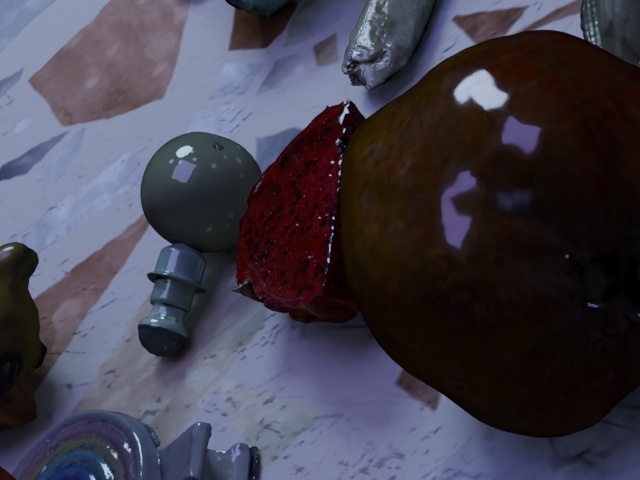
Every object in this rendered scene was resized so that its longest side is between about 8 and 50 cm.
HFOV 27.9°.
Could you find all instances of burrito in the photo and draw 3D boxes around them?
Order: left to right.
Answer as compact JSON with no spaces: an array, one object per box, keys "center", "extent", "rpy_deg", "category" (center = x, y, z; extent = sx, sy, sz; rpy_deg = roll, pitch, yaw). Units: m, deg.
[{"center":[0.060,-0.187,1.005],"extent":[0.058,0.045,0.188],"rpy_deg":[-11,49,41],"category":"burrito"}]

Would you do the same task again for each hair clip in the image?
[{"center":[-0.143,0.172,0.832],"extent":[0.220,0.054,0.140],"rpy_deg":[-21,49,28],"category":"hair clip"}]

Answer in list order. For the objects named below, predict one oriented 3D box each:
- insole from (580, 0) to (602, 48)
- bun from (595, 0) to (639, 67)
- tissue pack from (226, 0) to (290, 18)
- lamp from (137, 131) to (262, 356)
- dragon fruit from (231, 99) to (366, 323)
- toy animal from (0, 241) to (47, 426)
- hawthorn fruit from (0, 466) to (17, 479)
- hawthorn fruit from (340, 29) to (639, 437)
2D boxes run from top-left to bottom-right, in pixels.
[{"center":[0.204,-0.100,0.837],"extent":[0.086,0.005,0.253],"rpy_deg":[-19,43,23],"category":"insole"},{"center":[0.229,-0.171,0.762],"extent":[0.183,0.102,0.183],"rpy_deg":[-37,43,45],"category":"bun"},{"center":[-0.047,-0.382,1.121],"extent":[0.228,0.128,0.311],"rpy_deg":[-34,62,19],"category":"tissue pack"},{"center":[-0.095,0.005,0.929],"extent":[0.091,0.091,0.163],"rpy_deg":[1,71,39],"category":"lamp"},{"center":[0.000,0.000,0.857],"extent":[0.106,0.083,0.162],"rpy_deg":[-25,49,37],"category":"dragon fruit"},{"center":[-0.315,0.100,0.946],"extent":[0.281,0.169,0.195],"rpy_deg":[-33,5,5],"category":"toy animal"},{"center":[-0.269,0.233,0.715],"extent":[0.276,0.276,0.307],"rpy_deg":[-55,26,-17],"category":"hawthorn fruit"},{"center":[0.108,-0.016,0.705],"extent":[0.208,0.208,0.248],"rpy_deg":[-39,22,1],"category":"hawthorn fruit"}]
